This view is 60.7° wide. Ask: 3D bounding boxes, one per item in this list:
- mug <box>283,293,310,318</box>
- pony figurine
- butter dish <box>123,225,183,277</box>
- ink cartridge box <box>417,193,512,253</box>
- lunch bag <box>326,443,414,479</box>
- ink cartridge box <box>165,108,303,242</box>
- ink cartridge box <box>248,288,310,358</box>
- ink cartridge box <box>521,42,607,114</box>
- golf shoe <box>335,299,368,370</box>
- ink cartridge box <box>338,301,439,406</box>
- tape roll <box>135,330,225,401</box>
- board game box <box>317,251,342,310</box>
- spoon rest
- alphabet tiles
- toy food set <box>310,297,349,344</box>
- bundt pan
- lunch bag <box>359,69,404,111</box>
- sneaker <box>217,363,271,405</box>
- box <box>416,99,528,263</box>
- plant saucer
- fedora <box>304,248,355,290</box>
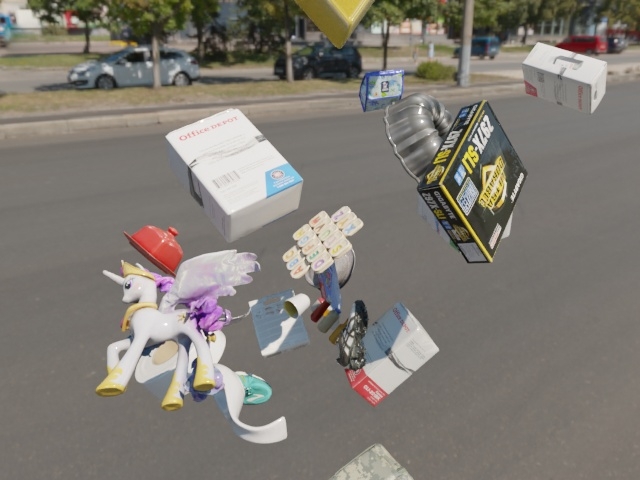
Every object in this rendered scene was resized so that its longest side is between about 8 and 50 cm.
[{"bbox_3d":[-0.070,0.186,1.616,0.078,0.062,0.064,25,42,35],"label":"mug"},{"bbox_3d":[-0.314,0.183,1.222,0.351,0.302,0.363,1,46,-14],"label":"pony figurine"},{"bbox_3d":[-0.466,0.011,1.604,0.160,0.160,0.118,31,75,34],"label":"butter dish"},{"bbox_3d":[0.497,-0.099,1.918,0.202,0.117,0.278,-19,40,-15],"label":"ink cartridge box"},{"bbox_3d":[0.110,0.669,1.242,0.305,0.212,0.256,-25,44,-31],"label":"lunch bag"},{"bbox_3d":[-0.291,-0.226,1.826,0.286,0.166,0.395,-28,63,-26],"label":"ink cartridge box"},{"bbox_3d":[-0.155,0.309,2.037,0.181,0.056,0.224,-17,57,-6],"label":"ink cartridge box"},{"bbox_3d":[0.733,-0.486,1.644,0.218,0.092,0.158,35,-4,32],"label":"ink cartridge box"},{"bbox_3d":[0.081,0.264,1.541,0.094,0.198,0.077,1,-8,34],"label":"golf shoe"},{"bbox_3d":[0.209,0.350,1.716,0.273,0.114,0.197,-43,21,6],"label":"ink cartridge box"},{"bbox_3d":[-0.439,0.360,1.718,0.286,0.100,0.286,-31,26,17],"label":"tape roll"},{"bbox_3d":[0.036,0.180,2.274,0.027,0.281,0.145,-2,23,22],"label":"board game box"},{"bbox_3d":[-0.188,0.369,1.227,0.084,0.137,0.276,-21,26,-35],"label":"spoon rest"},{"bbox_3d":[0.000,0.000,1.751,0.278,0.021,0.284,-39,30,3],"label":"alphabet tiles"},{"bbox_3d":[0.038,0.260,1.956,0.111,0.104,0.232,35,12,-17],"label":"toy food set"},{"bbox_3d":[0.349,-0.319,1.712,0.124,0.330,0.331,-29,2,36],"label":"bundt pan"},{"bbox_3d":[0.203,-0.504,1.814,0.129,0.151,0.096,-9,64,-8],"label":"lunch bag"},{"bbox_3d":[-0.280,0.479,1.783,0.275,0.107,0.110,23,-12,-25],"label":"sneaker"},{"bbox_3d":[0.384,-0.146,1.344,0.079,0.257,0.322,-10,39,49],"label":"box"},{"bbox_3d":[0.063,-0.849,1.733,0.333,0.332,0.081,39,-12,-33],"label":"plant saucer"},{"bbox_3d":[0.018,0.115,2.491,0.124,0.275,0.243,-5,47,-50],"label":"fedora"}]
